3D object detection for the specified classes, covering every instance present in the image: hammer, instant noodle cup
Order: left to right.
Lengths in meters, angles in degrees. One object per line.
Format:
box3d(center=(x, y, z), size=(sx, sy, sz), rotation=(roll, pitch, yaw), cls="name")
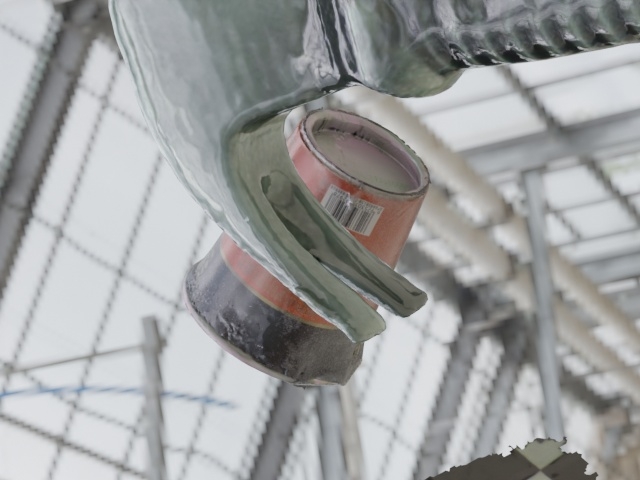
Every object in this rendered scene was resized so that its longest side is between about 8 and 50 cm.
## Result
box3d(center=(-0.002, -0.001, 1.163), size=(0.127, 0.136, 0.127), rotation=(22, -151, -13), cls="instant noodle cup")
box3d(center=(0.051, -0.070, 0.455), size=(0.041, 0.226, 0.159), rotation=(-28, -80, -61), cls="hammer")

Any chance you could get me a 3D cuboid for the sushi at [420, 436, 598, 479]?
box3d(center=(0.087, 0.177, 0.709), size=(0.043, 0.192, 0.279), rotation=(91, 156, -43), cls="sushi")
